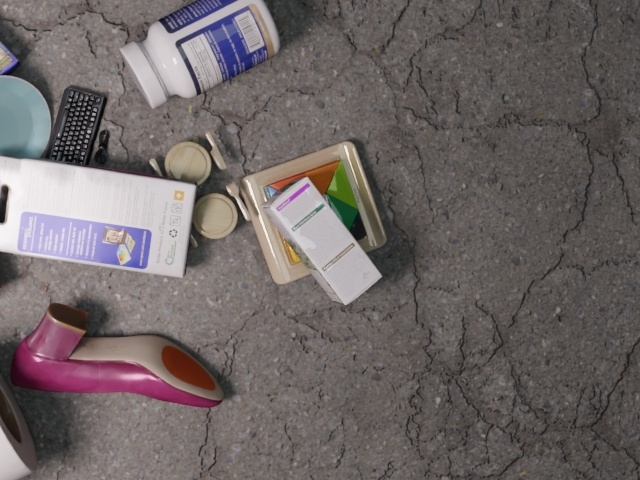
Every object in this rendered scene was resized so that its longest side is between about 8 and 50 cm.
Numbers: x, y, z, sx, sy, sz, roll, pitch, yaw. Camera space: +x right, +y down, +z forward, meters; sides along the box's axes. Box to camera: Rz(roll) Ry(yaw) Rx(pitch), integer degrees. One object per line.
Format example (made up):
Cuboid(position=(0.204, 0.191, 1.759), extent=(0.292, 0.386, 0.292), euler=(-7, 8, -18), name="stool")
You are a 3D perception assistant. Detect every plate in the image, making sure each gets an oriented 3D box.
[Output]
Cuboid(position=(-0.569, -0.202, 1.750), extent=(0.188, 0.024, 0.188), euler=(-20, 119, -40), name="plate")

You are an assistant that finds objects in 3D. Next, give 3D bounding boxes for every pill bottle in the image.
Cuboid(position=(-0.220, -0.352, 1.789), extent=(0.264, 0.153, 0.153), euler=(-28, 97, -9), name="pill bottle")

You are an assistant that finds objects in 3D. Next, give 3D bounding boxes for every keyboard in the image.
Cuboid(position=(-0.442, -0.185, 1.816), extent=(0.108, 0.023, 0.180), euler=(16, 89, -12), name="keyboard")

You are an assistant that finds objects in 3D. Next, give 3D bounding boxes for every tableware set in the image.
Cuboid(position=(-0.224, -0.094, 1.855), extent=(0.128, 0.039, 0.194), euler=(-26, 94, -2), name="tableware set")

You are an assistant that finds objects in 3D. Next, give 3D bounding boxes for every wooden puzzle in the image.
Cuboid(position=(-0.011, -0.054, 1.897), extent=(0.238, 0.044, 0.221), euler=(-21, 96, -10), name="wooden puzzle")

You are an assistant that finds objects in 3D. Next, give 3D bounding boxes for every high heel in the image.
Cuboid(position=(-0.374, 0.257, 1.824), extent=(0.377, 0.127, 0.181), euler=(29, 115, -15), name="high heel")

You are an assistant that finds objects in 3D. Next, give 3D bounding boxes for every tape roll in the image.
Cuboid(position=(-0.615, 0.325, 1.684), extent=(0.169, 0.246, 0.246), euler=(-26, 97, -9), name="tape roll")

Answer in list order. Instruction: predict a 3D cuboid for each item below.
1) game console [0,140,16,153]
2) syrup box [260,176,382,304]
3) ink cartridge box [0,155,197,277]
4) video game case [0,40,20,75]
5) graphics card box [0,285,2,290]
Cuboid(position=(-0.612, -0.191, 1.741), extent=(0.122, 0.071, 0.107), euler=(-37, 100, -25), name="game console")
Cuboid(position=(0.000, 0.000, 1.834), extent=(0.096, 0.093, 0.237), euler=(-39, 100, -12), name="syrup box")
Cuboid(position=(-0.418, -0.046, 1.785), extent=(0.371, 0.069, 0.176), euler=(8, 99, -9), name="ink cartridge box")
Cuboid(position=(-0.716, -0.318, 1.735), extent=(0.269, 0.061, 0.244), euler=(-43, 99, -7), name="video game case")
Cuboid(position=(-0.739, -0.014, 1.669), extent=(0.233, 0.094, 0.371), euler=(-32, 109, -20), name="graphics card box")
